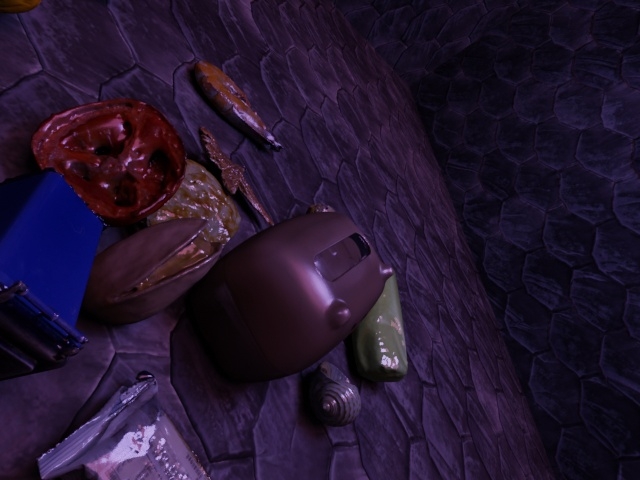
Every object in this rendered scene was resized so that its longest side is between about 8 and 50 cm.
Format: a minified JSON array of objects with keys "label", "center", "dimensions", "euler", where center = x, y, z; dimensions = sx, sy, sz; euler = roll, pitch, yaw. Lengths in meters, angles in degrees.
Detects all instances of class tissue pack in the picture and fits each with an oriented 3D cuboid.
[{"label":"tissue pack","center":[-0.038,0.090,0.881],"dimensions":[0.267,0.277,0.387],"euler":[59,29,3]}]

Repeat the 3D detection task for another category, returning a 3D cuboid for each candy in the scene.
[{"label":"candy","center":[0.153,0.211,1.206],"dimensions":[0.142,0.132,0.344],"euler":[53,27,-45]}]

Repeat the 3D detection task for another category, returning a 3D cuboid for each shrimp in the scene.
[{"label":"shrimp","center":[-0.217,-0.366,1.206],"dimensions":[0.317,0.062,0.164],"euler":[43,32,-24]}]

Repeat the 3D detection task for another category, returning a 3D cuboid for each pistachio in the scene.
[{"label":"pistachio","center":[-0.259,0.045,0.681],"dimensions":[0.223,0.152,0.126],"euler":[-33,109,-18]}]

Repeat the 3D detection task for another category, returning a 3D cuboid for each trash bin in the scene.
[{"label":"trash bin","center":[-0.357,0.033,0.522],"dimensions":[0.235,0.184,0.163],"euler":[-95,169,-46]}]

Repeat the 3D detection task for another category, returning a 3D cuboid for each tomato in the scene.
[{"label":"tomato","center":[-0.342,-0.120,0.730],"dimensions":[0.227,0.101,0.228],"euler":[9,62,-17]}]

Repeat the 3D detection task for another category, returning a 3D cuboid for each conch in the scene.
[{"label":"conch","center":[0.024,0.329,0.942],"dimensions":[0.135,0.102,0.153],"euler":[56,-4,13]}]

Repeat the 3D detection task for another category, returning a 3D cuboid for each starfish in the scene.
[{"label":"starfish","center":[-0.205,-0.148,1.009],"dimensions":[0.295,0.048,0.231],"euler":[57,5,-4]}]

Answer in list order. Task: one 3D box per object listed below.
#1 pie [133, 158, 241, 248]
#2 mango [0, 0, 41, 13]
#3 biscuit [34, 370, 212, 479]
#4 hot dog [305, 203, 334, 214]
[{"label":"pie","center":[-0.260,-0.057,0.852],"dimensions":[0.201,0.090,0.248],"euler":[46,34,-15]},{"label":"mango","center":[-0.588,-0.461,0.628],"dimensions":[0.359,0.144,0.187],"euler":[21,21,-51]},{"label":"biscuit","center":[-0.213,0.349,0.590],"dimensions":[0.309,0.079,0.186],"euler":[57,28,-5]},{"label":"hot dog","center":[0.000,0.000,1.193],"dimensions":[0.146,0.103,0.213],"euler":[55,32,-55]}]
